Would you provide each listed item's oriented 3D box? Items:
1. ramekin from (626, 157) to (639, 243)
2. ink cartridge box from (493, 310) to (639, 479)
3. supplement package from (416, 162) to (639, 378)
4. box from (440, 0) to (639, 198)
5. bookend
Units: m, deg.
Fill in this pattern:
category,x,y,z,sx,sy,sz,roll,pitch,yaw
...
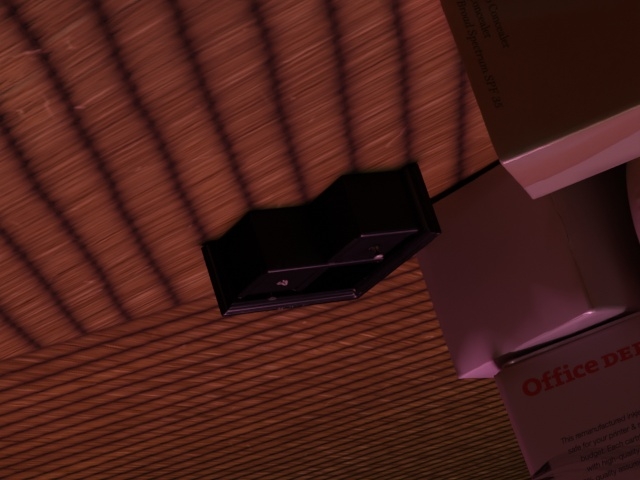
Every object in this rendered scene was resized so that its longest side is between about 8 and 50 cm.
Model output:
category,x,y,z,sx,sy,sz,roll,pitch,yaw
ramekin,0.374,-0.034,1.743,0.109,0.207,0.207,-17,166,28
ink cartridge box,0.306,0.217,1.716,0.197,0.273,0.114,-22,165,10
supplement package,0.258,0.026,1.836,0.175,0.177,0.293,-31,158,36
box,0.262,-0.161,1.320,0.311,0.148,0.121,-24,162,12
bookend,0.000,0.000,1.673,0.156,0.072,0.157,-6,159,-35
